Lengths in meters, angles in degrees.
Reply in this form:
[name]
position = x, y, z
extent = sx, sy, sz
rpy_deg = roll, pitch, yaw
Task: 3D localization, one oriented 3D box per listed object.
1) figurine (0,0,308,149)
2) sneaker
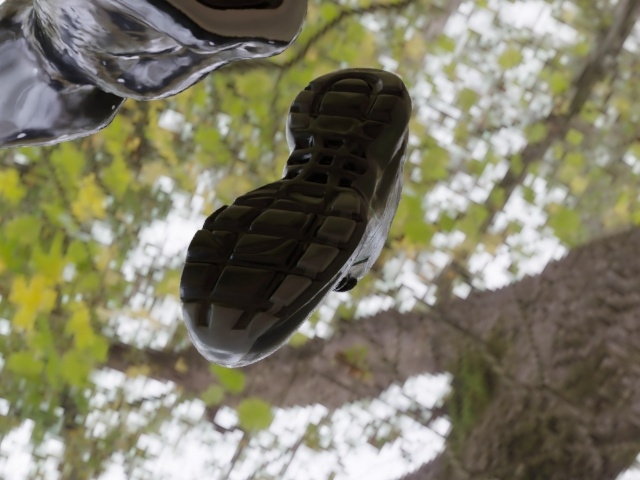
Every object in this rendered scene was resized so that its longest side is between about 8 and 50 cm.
[figurine]
position = -0.048, -0.134, 0.634
extent = 0.092, 0.209, 0.215
rpy_deg = 37, -115, -15
[sneaker]
position = 0.000, 0.000, 1.087
extent = 0.101, 0.106, 0.267
rpy_deg = 9, -139, 23
